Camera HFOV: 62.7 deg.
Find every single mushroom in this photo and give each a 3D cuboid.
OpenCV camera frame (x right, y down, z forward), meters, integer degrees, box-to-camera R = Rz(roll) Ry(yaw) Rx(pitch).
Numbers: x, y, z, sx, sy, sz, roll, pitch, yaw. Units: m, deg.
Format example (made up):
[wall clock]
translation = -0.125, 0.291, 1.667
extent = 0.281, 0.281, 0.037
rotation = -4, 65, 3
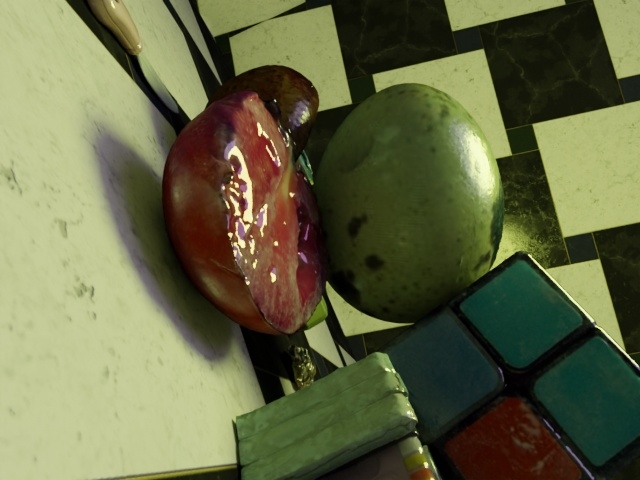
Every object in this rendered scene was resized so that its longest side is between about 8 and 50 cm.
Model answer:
[mushroom]
translation = -0.087, -0.150, 1.033
extent = 0.356, 0.334, 0.331
rotation = 39, 12, 6

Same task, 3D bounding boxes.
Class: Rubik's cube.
[Rubik's cube]
translation = 0.289, 0.258, 0.848
extent = 0.318, 0.316, 0.313
rotation = 53, -8, 25

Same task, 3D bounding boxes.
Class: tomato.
[tomato]
translation = -0.125, -0.021, 0.734
extent = 0.289, 0.176, 0.335
rotation = -81, 153, -46

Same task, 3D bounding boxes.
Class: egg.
[egg]
translation = 0.151, -0.060, 0.944
extent = 0.345, 0.345, 0.428
rotation = -105, -166, -74

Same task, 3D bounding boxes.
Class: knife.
[knife]
translation = -0.322, -0.329, 0.968
extent = 0.336, 0.043, 0.081
rotation = 65, 7, -64

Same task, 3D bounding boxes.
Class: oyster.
[oyster]
translation = -0.036, 0.269, 1.120
extent = 0.148, 0.051, 0.103
rotation = 107, -34, -78

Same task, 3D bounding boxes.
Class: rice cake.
[rice cake]
translation = 0.004, 0.216, 0.621
extent = 0.124, 0.211, 0.038
rotation = -112, 180, -55

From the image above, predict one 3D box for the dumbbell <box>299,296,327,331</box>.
[dumbbell]
translation = -0.086, 0.071, 1.262
extent = 0.121, 0.108, 0.302
rotation = -95, 160, -82

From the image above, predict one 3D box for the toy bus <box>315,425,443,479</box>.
[toy bus]
translation = 0.116, 0.463, 0.612
extent = 0.249, 0.209, 0.440
rotation = -109, 174, -68

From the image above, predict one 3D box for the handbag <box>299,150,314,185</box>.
[handbag]
translation = -0.141, -0.205, 1.431
extent = 0.263, 0.222, 0.241
rotation = 77, -11, -86
